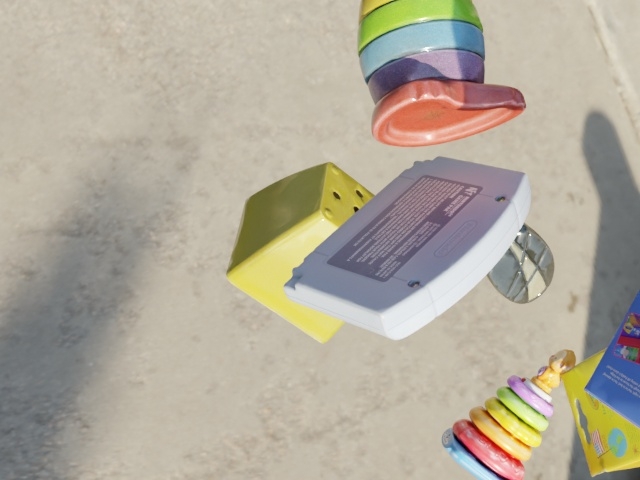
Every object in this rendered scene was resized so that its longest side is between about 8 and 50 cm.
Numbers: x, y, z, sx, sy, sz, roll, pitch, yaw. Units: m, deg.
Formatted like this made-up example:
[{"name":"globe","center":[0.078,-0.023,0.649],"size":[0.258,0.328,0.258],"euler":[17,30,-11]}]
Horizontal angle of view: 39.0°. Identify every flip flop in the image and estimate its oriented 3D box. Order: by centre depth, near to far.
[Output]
[{"name":"flip flop","center":[0.274,-0.010,1.468],"size":[0.277,0.112,0.080],"euler":[41,13,-13]}]

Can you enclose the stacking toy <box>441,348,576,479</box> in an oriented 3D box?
[{"name":"stacking toy","center":[0.385,0.326,1.731],"size":[0.166,0.175,0.302],"euler":[38,96,1]}]

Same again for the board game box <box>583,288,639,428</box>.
[{"name":"board game box","center":[0.462,0.141,0.948],"size":[0.078,0.347,0.233],"euler":[24,97,-26]}]

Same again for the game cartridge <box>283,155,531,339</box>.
[{"name":"game cartridge","center":[0.119,0.002,1.100],"size":[0.294,0.196,0.060],"euler":[-41,125,-29]}]

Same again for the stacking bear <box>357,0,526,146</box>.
[{"name":"stacking bear","center":[0.118,-0.274,1.091],"size":[0.175,0.164,0.289],"euler":[-1,77,-29]}]

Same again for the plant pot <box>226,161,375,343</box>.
[{"name":"plant pot","center":[0.000,0.000,1.483],"size":[0.212,0.187,0.212],"euler":[36,36,-22]}]

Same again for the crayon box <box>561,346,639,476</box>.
[{"name":"crayon box","center":[0.550,0.271,1.545],"size":[0.081,0.318,0.202],"euler":[-2,66,-21]}]
